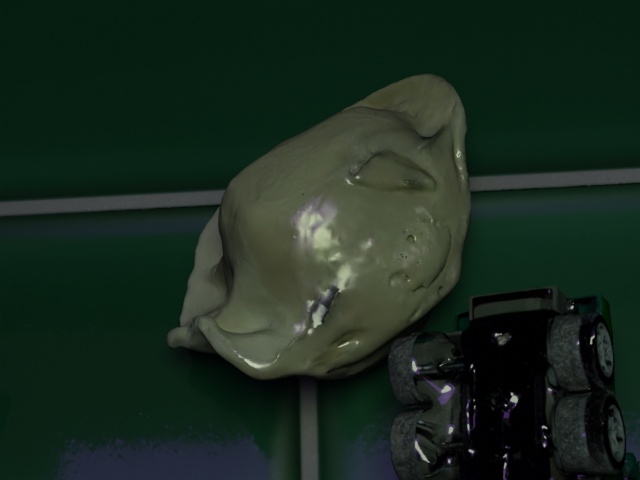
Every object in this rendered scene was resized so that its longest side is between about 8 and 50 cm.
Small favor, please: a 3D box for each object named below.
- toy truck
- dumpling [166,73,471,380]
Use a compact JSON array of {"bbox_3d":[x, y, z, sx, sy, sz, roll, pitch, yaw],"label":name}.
[{"bbox_3d":[0.163,0.198,0.904,0.176,0.178,0.363,-10,61,29],"label":"toy truck"},{"bbox_3d":[0.000,0.000,1.041,0.243,0.187,0.318,3,50,49],"label":"dumpling"}]
